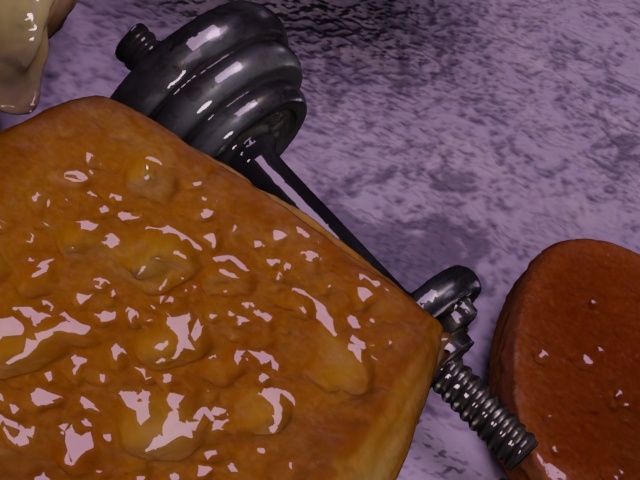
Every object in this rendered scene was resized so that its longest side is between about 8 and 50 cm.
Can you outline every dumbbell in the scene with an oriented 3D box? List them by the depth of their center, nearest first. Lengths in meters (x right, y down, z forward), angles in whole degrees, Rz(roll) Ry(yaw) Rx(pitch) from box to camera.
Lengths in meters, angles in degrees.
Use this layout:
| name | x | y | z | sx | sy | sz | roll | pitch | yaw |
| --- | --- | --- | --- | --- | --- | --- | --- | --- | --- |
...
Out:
| name | x | y | z | sx | sy | sz | roll | pitch | yaw |
| --- | --- | --- | --- | --- | --- | --- | --- | --- | --- |
| dumbbell | 0.000 | 0.000 | 0.719 | 0.254 | 0.110 | 0.110 | 46 | 38 | 12 |

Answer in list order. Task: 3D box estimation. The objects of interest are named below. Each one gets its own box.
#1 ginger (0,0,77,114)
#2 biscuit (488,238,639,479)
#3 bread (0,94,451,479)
| name | x | y | z | sx | sy | sz | roll | pitch | yaw |
| --- | --- | --- | --- | --- | --- | --- | --- | --- | --- |
| ginger | -0.199 | -0.140 | 0.768 | 0.193 | 0.115 | 0.122 | 19 | 14 | -1 |
| biscuit | 0.167 | 0.085 | 0.778 | 0.192 | 0.036 | 0.186 | 25 | 38 | -7 |
| bread | -0.077 | 0.063 | 0.588 | 0.210 | 0.099 | 0.235 | 33 | 41 | 9 |
